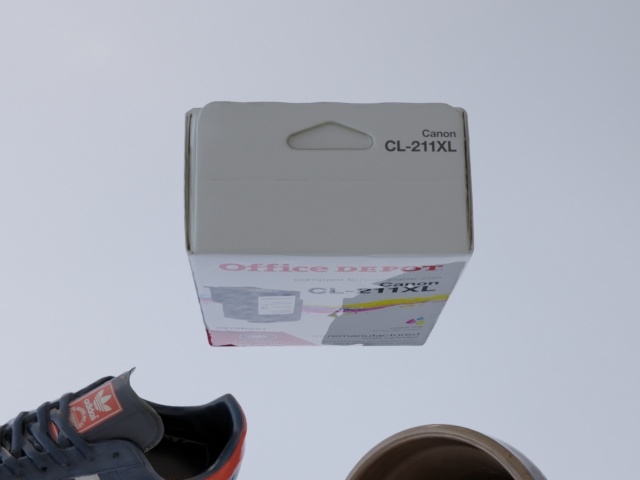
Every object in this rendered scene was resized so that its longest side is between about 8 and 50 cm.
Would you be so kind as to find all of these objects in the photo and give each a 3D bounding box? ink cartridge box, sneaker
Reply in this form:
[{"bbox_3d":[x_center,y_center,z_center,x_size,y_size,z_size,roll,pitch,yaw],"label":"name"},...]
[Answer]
[{"bbox_3d":[0.000,0.000,0.576,0.127,0.175,0.072,0,-108,-2],"label":"ink cartridge box"},{"bbox_3d":[-0.218,0.173,0.954,0.350,0.148,0.131,3,-142,-36],"label":"sneaker"}]

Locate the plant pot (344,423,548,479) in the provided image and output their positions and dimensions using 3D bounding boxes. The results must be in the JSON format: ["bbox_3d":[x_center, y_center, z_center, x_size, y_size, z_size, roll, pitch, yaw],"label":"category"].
[{"bbox_3d":[0.173,0.331,1.186,0.229,0.263,0.263,21,-138,-49],"label":"plant pot"}]
